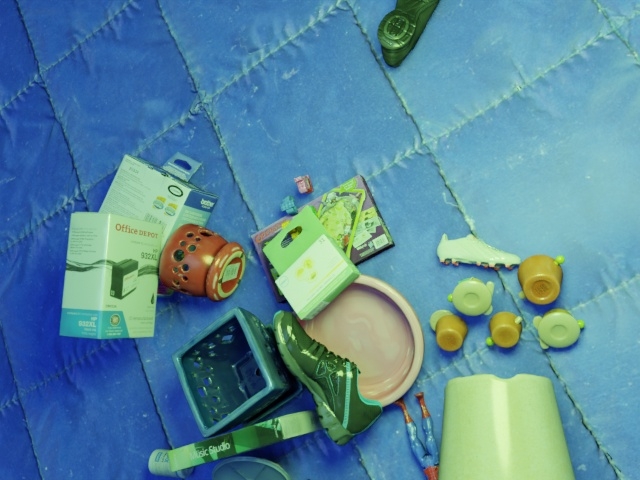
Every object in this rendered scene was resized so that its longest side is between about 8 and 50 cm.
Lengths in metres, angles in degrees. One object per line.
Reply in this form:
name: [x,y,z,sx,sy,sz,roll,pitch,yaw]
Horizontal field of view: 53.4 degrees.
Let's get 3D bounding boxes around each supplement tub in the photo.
supplement tub: [-0.406,0.609,1.738,0.107,0.071,0.070,-3,81,23]

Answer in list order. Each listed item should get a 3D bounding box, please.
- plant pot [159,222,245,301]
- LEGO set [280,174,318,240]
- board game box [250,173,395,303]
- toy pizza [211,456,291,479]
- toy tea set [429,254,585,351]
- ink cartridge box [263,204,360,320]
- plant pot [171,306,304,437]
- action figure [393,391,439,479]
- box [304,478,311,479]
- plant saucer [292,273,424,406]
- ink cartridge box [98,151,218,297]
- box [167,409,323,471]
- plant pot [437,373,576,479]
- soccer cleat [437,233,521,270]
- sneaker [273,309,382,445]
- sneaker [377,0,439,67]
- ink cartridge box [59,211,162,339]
plant pot: [-0.311,0.068,1.717,0.174,0.191,0.191,21,91,19]
LEGO set: [-0.056,-0.057,1.621,0.087,0.093,0.227,-21,74,20]
board game box: [0.000,0.000,1.663,0.347,0.056,0.208,-28,76,18]
toy pizza: [-0.171,0.596,1.596,0.201,0.201,0.032,-21,31,20]
toy tea set: [0.408,0.145,1.440,0.336,0.124,0.199,-9,108,20]
ink cartridge box: [-0.038,0.047,1.502,0.171,0.056,0.235,-44,63,14]
plant pot: [-0.193,0.334,1.599,0.236,0.212,0.235,-37,63,15]
action figure: [0.233,0.494,1.435,0.092,0.139,0.280,-25,75,21]
box: [-0.027,0.656,1.483,0.153,0.207,0.108,18,90,26]
plant saucer: [0.089,0.237,1.529,0.332,0.084,0.331,3,99,21]
ink cartridge box: [-0.480,-0.068,1.831,0.270,0.151,0.395,28,96,24]
box: [-0.176,0.489,1.563,0.322,0.232,0.058,-24,72,19]
plant pot: [0.374,0.439,1.302,0.334,0.334,0.305,-8,67,23]
soccer cleat: [0.367,0.024,1.482,0.196,0.068,0.076,6,82,28]
sneaker: [0.012,0.296,1.476,0.140,0.125,0.340,-32,91,4]
sneaker: [0.226,-0.563,1.614,0.109,0.130,0.286,29,72,16]
ink cartridge box: [-0.529,0.093,1.629,0.129,0.223,0.307,1,84,22]
